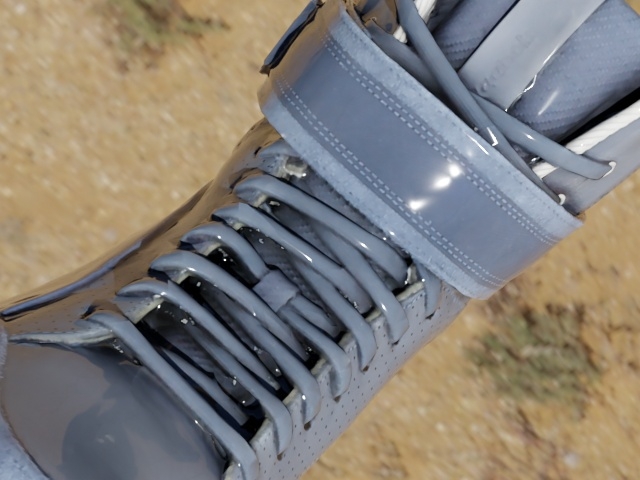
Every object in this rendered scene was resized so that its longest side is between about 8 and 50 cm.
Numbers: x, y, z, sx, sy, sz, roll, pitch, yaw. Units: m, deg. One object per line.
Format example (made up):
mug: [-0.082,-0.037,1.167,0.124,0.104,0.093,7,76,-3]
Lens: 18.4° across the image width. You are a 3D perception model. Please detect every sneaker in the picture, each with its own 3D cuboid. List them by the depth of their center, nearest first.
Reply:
sneaker: [-0.001,-0.001,0.436,0.163,0.226,0.086,-43,90,16]
